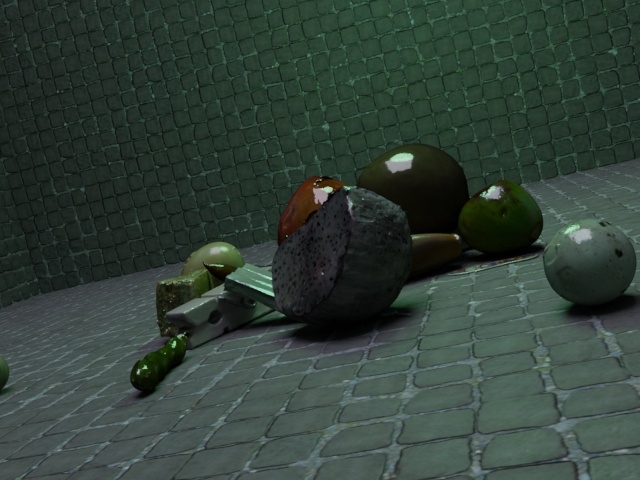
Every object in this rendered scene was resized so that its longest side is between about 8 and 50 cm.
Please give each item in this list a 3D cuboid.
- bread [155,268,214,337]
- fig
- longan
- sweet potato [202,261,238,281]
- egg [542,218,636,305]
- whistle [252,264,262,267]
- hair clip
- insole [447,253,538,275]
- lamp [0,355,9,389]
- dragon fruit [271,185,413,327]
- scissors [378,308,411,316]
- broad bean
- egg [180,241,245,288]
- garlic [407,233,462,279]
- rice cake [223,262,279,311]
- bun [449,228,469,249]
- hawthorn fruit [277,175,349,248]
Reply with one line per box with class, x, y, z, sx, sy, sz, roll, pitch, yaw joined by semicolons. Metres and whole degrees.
bread;-0.304;0.143;1.692;0.102;0.138;0.196;-3;6;8
fig;0.419;-0.047;1.687;0.181;0.180;0.191;-17;30;-33
longan;0.226;-0.122;1.819;0.300;0.243;0.300;17;-3;1
sweet potato;-0.176;0.096;1.792;0.067;0.067;0.274;-10;-23;39
egg;0.392;0.033;1.087;0.131;0.131;0.164;-13;-8;4
whistle;-0.153;0.103;1.939;0.158;0.090;0.090;-12;5;17
hair clip;-0.199;0.144;1.622;0.085;0.101;0.331;-4;12;33
insole;0.371;0.053;1.588;0.197;0.004;0.065;-13;5;11
lamp;-0.711;0.289;1.555;0.091;0.091;0.163;-17;-10;-32
dragon fruit;0.059;0.061;1.369;0.221;0.203;0.283;14;-36;-33
scissors;0.139;0.133;1.338;0.036;0.006;0.083;-19;7;-29
broad bean;-0.284;0.216;1.310;0.052;0.052;0.256;-50;-1;11
egg;-0.272;0.093;1.864;0.164;0.164;0.201;-21;-31;-53
garlic;0.171;0.039;1.672;0.318;0.112;0.143;-16;-16;-3
rice cake;-0.094;0.111;1.558;0.211;0.038;0.124;19;19;16
bun;0.359;-0.036;1.980;0.221;0.108;0.221;-14;5;1
hawthorn fruit;0.000;0.000;1.875;0.307;0.276;0.276;-42;-5;21
